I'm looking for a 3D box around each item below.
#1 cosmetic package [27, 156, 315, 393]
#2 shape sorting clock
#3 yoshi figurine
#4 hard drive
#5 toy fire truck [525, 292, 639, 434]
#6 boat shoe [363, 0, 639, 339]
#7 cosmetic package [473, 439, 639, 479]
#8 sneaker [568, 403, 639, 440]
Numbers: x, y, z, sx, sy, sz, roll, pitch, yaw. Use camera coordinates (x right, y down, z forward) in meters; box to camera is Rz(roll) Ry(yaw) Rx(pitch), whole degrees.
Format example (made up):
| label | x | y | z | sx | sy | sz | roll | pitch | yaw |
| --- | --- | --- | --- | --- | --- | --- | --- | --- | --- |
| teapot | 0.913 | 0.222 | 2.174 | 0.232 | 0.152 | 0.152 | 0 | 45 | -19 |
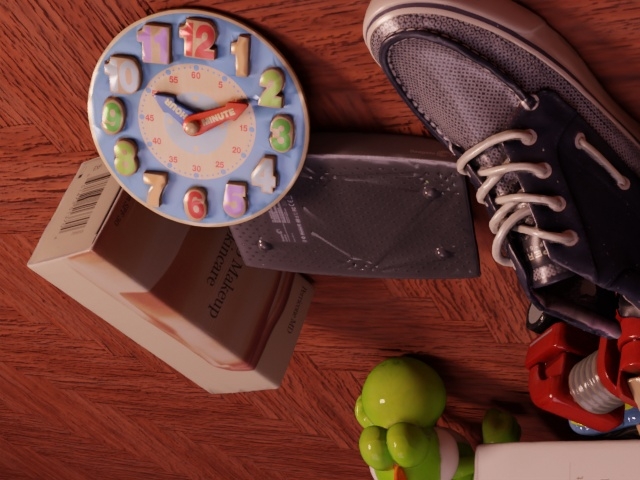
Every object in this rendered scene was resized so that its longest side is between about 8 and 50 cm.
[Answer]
| label | x | y | z | sx | sy | sz | roll | pitch | yaw |
| --- | --- | --- | --- | --- | --- | --- | --- | --- | --- |
| cosmetic package | -0.160 | 0.041 | 1.072 | 0.129 | 0.153 | 0.296 | -11 | 140 | 41 |
| shape sorting clock | -0.112 | -0.105 | 0.841 | 0.206 | 0.040 | 0.206 | 4 | 112 | 9 |
| yoshi figurine | 0.152 | 0.267 | 1.296 | 0.203 | 0.203 | 0.362 | 49 | -178 | 31 |
| hard drive | 0.026 | -0.035 | 0.918 | 0.255 | 0.054 | 0.172 | 2 | 138 | 20 |
| toy fire truck | 0.295 | 0.144 | 0.892 | 0.158 | 0.246 | 0.217 | 23 | 149 | -6 |
| boat shoe | 0.164 | -0.054 | 0.732 | 0.341 | 0.158 | 0.127 | 30 | 147 | -19 |
| cosmetic package | 0.431 | 0.421 | 1.119 | 0.394 | 0.327 | 0.329 | -14 | 154 | 43 |
| sneaker | 0.402 | 0.214 | 1.142 | 0.188 | 0.067 | 0.078 | -7 | 162 | 34 |
